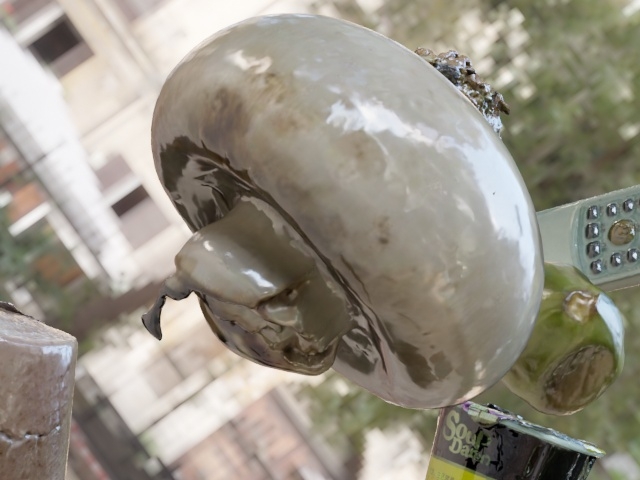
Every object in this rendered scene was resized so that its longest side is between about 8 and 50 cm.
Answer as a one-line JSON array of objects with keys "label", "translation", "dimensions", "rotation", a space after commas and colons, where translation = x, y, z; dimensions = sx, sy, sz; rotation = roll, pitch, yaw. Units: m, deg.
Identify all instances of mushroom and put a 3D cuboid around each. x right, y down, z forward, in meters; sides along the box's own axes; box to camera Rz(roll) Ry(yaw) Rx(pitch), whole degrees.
[{"label": "mushroom", "translation": [0.000, 0.000, 1.581], "dimensions": [0.362, 0.294, 0.362], "rotation": [41, -19, 17]}]

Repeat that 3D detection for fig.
[{"label": "fig", "translation": [0.233, 0.093, 1.946], "dimensions": [0.165, 0.144, 0.154], "rotation": [113, -25, -78]}]

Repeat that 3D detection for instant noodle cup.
[{"label": "instant noodle cup", "translation": [0.204, 0.318, 2.342], "dimensions": [0.216, 0.236, 0.215], "rotation": [19, -3, 1]}]

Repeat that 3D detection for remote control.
[{"label": "remote control", "translation": [0.365, -0.010, 2.224], "dimensions": [0.038, 0.285, 0.123], "rotation": [47, 38, -48]}]

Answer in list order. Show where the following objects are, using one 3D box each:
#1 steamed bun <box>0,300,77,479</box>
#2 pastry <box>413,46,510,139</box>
[{"label": "steamed bun", "translation": [-0.391, 0.160, 1.909], "dimensions": [0.301, 0.251, 0.199], "rotation": [12, -1, 3]}, {"label": "pastry", "translation": [0.124, -0.099, 2.356], "dimensions": [0.193, 0.275, 0.275], "rotation": [44, -13, 51]}]
